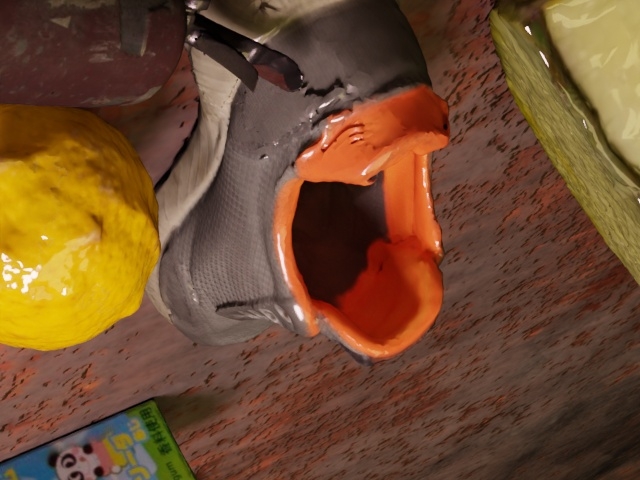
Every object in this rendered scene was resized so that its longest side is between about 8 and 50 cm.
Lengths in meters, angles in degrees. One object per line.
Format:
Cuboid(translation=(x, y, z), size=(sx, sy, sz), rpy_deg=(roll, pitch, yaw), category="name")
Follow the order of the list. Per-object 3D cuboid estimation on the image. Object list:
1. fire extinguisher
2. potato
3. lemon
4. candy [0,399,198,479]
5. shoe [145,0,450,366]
Cuboid(translation=(-0.122, -0.084, 0.559), size=(0.267, 0.089, 0.072), rpy_deg=(-3, 120, -49), category="fire extinguisher")
Cuboid(translation=(0.265, -0.112, 0.843), size=(0.280, 0.213, 0.330), rpy_deg=(-34, 119, 7), category="potato")
Cuboid(translation=(-0.130, -0.005, 0.686), size=(0.114, 0.114, 0.155), rpy_deg=(-29, 162, -5), category="lemon")
Cuboid(translation=(-0.187, 0.202, 1.072), size=(0.194, 0.097, 0.062), rpy_deg=(-22, 158, -22), category="candy")
Cuboid(translation=(0.000, 0.000, 0.782), size=(0.132, 0.171, 0.336), rpy_deg=(-21, 155, -24), category="shoe")
